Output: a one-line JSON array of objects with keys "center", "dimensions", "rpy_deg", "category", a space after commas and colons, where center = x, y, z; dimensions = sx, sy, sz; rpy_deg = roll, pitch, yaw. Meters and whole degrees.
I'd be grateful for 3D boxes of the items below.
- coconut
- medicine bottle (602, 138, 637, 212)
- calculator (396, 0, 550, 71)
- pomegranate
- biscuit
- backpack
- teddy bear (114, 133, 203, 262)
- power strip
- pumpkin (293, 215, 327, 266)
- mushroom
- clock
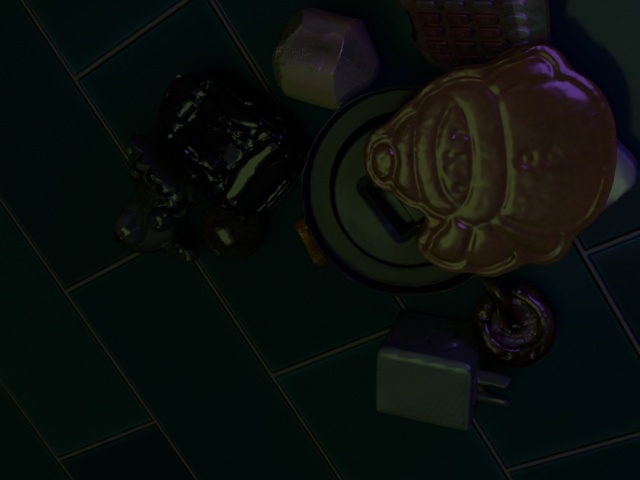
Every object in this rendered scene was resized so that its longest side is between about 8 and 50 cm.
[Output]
[{"center": [0.016, -0.273, 1.523], "dimensions": [0.153, 0.147, 0.147], "rpy_deg": [18, 122, 20], "category": "coconut"}, {"center": [0.372, -0.127, 1.478], "dimensions": [0.183, 0.069, 0.119], "rpy_deg": [44, 122, -3], "category": "medicine bottle"}, {"center": [0.209, -0.342, 1.390], "dimensions": [0.220, 0.048, 0.329], "rpy_deg": [6, 145, 24], "category": "calculator"}, {"center": [-0.159, -0.016, 1.765], "dimensions": [0.114, 0.114, 0.142], "rpy_deg": [41, 150, 0], "category": "pomegranate"}, {"center": [0.246, -0.104, 1.424], "dimensions": [0.351, 0.057, 0.312], "rpy_deg": [-15, 101, 8], "category": "biscuit"}, {"center": [-0.157, -0.167, 1.659], "dimensions": [0.258, 0.133, 0.206], "rpy_deg": [43, 107, 9], "category": "backpack"}, {"center": [-0.284, -0.044, 1.771], "dimensions": [0.171, 0.144, 0.251], "rpy_deg": [32, 124, 19], "category": "teddy bear"}, {"center": [0.218, 0.222, 1.689], "dimensions": [0.224, 0.140, 0.139], "rpy_deg": [9, 118, 19], "category": "power strip"}, {"center": [-0.002, -0.001, 1.737], "dimensions": [0.073, 0.035, 0.101], "rpy_deg": [-21, 107, 34], "category": "pumpkin"}, {"center": [0.303, 0.121, 1.622], "dimensions": [0.135, 0.080, 0.170], "rpy_deg": [-27, 97, -5], "category": "mushroom"}, {"center": [0.133, -0.075, 1.506], "dimensions": [0.325, 0.067, 0.325], "rpy_deg": [2, 104, 6], "category": "clock"}]
